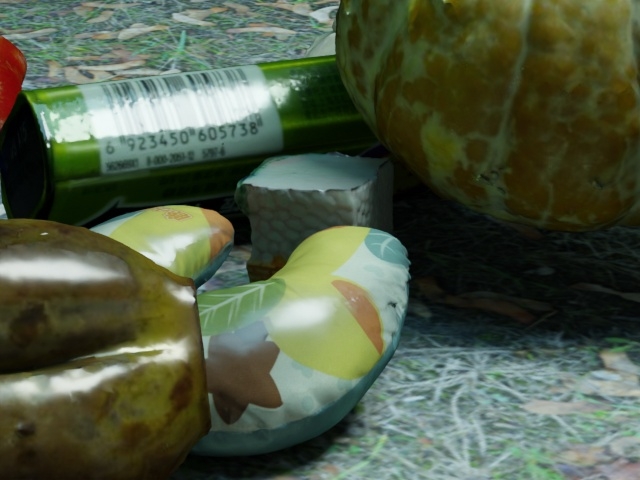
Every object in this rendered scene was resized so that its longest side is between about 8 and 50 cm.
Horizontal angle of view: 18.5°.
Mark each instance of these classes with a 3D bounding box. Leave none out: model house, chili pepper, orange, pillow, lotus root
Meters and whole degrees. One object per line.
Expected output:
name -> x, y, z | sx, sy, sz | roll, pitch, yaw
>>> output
model house -> 0.000, 0.000, 1.294 | 0.088, 0.100, 0.101 | 3, 17, 18
chili pepper -> -0.280, -0.125, 1.653 | 0.071, 0.063, 0.272 | -14, 26, -4
orange -> 0.171, -0.160, 1.310 | 0.329, 0.249, 0.329 | -5, 54, 6
pillow -> -0.070, 0.046, 1.165 | 0.233, 0.086, 0.214 | 7, 34, 22
lotus root -> -0.187, 0.081, 0.979 | 0.291, 0.193, 0.193 | -5, 22, -23

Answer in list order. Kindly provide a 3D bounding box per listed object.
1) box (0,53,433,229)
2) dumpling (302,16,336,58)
box -> -0.057, -0.073, 1.429 | 0.345, 0.134, 0.097 | -10, 65, -23
dumpling -> 0.032, -0.143, 1.605 | 0.100, 0.134, 0.169 | 12, 22, 30
